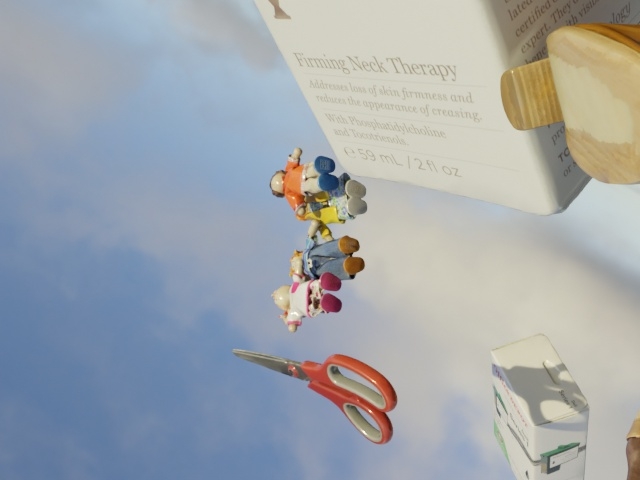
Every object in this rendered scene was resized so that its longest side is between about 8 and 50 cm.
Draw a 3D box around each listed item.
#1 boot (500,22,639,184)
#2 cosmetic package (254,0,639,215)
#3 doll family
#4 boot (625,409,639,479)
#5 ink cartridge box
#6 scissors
[{"bbox_3d":[0.262,-0.123,0.592,0.211,0.104,0.295,-16,-167,0],"label":"boot"},{"bbox_3d":[0.148,-0.295,0.881,0.329,0.327,0.394,17,145,50],"label":"cosmetic package"},{"bbox_3d":[0.000,0.000,1.228,0.118,0.263,0.163,2,174,-32],"label":"doll family"},{"bbox_3d":[0.731,0.483,1.744,0.248,0.090,0.207,26,-121,-7],"label":"boot"},{"bbox_3d":[0.335,0.278,1.310,0.092,0.219,0.160,-17,-140,-5],"label":"ink cartridge box"},{"bbox_3d":[-0.019,0.149,1.015,0.021,0.109,0.297,-34,-141,-31],"label":"scissors"}]
